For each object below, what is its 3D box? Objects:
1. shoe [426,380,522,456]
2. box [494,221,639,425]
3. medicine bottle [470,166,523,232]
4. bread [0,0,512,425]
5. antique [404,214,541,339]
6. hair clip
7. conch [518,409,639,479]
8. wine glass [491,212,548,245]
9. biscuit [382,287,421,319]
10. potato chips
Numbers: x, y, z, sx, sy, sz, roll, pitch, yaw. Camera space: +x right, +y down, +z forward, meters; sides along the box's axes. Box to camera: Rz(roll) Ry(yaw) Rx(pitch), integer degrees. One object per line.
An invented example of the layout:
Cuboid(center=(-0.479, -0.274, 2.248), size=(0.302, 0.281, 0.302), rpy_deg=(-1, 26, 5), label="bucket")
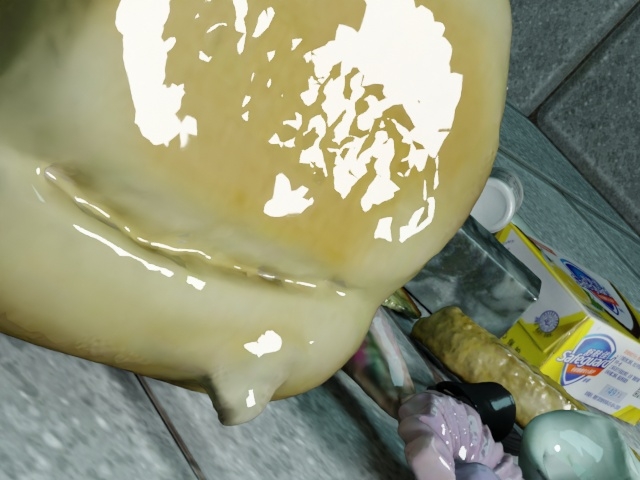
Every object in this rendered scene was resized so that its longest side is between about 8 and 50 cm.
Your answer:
Cuboid(center=(0.145, 0.145, 1.332), size=(0.159, 0.053, 0.062), rpy_deg=(29, 23, -53), label="shoe")
Cuboid(center=(0.287, 0.098, 1.774), size=(0.265, 0.097, 0.168), rpy_deg=(27, 21, -48), label="box")
Cuboid(center=(0.180, -0.059, 1.717), size=(0.092, 0.061, 0.220), rpy_deg=(35, 13, 6), label="medicine bottle")
Cuboid(center=(-0.091, -0.111, 0.872), size=(0.253, 0.348, 0.376), rpy_deg=(35, 8, 39), label="bread")
Cuboid(center=(0.128, 0.019, 1.577), size=(0.183, 0.088, 0.086), rpy_deg=(43, 16, 0), label="antique")
Cuboid(center=(0.076, 0.139, 1.115), size=(0.173, 0.069, 0.300), rpy_deg=(27, 21, -55), label="hair clip")
Cuboid(center=(0.232, 0.225, 1.182), size=(0.221, 0.121, 0.185), rpy_deg=(41, 2, 26), label="conch")
Cuboid(center=(0.168, -0.048, 1.868), size=(0.231, 0.103, 0.103), rpy_deg=(48, 14, 12), label="wine glass")
Cuboid(center=(0.000, 0.000, 1.430), size=(0.231, 0.016, 0.139), rpy_deg=(25, 23, -52), label="biscuit")
Cuboid(center=(0.253, 0.200, 1.431), size=(0.407, 0.057, 0.080), rpy_deg=(41, -2, -9), label="potato chips")
